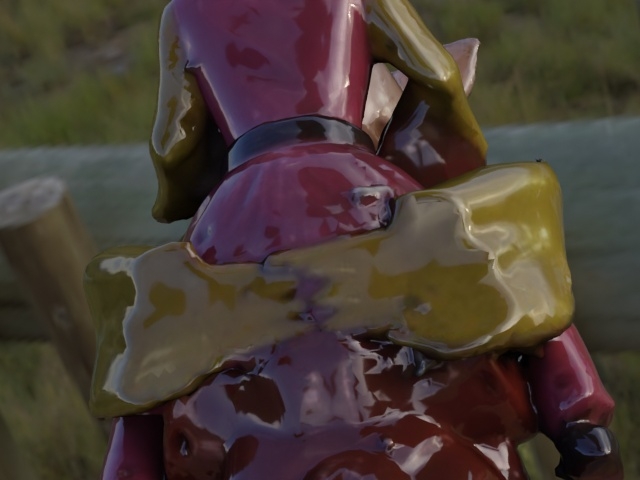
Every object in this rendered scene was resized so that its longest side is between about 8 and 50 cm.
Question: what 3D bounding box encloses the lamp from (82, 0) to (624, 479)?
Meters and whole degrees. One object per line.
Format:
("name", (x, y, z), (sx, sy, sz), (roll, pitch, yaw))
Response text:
("lamp", (0.000, 0.000, 0.422), (0.118, 0.118, 0.253), (-14, 59, 7))
